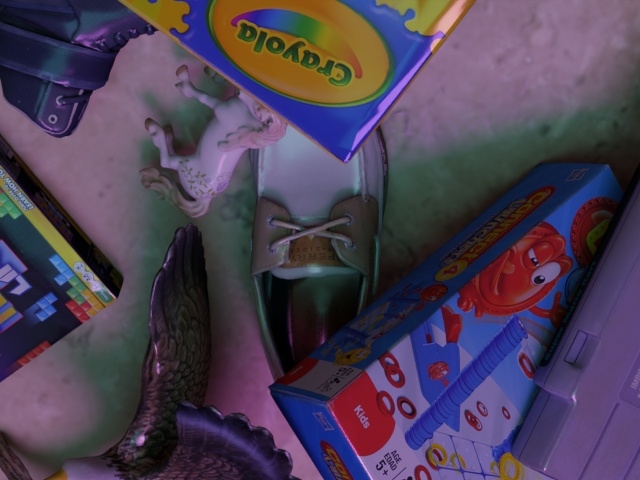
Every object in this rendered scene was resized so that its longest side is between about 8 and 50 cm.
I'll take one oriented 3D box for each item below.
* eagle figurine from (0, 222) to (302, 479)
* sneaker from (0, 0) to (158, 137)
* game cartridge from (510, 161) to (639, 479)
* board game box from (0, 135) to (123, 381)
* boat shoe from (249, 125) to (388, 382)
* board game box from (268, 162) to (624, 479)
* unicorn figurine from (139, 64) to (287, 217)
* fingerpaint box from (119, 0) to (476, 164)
[{"bbox_3d":[-0.123,0.169,1.290,0.226,0.225,0.298,43,113,-3],"label":"eagle figurine"},{"bbox_3d":[-0.139,-0.149,1.240,0.226,0.086,0.163,13,104,2],"label":"sneaker"},{"bbox_3d":[0.304,0.044,1.243,0.230,0.068,0.355,28,88,-23],"label":"game cartridge"},{"bbox_3d":[-0.266,0.016,1.329,0.141,0.048,0.170,-36,106,12],"label":"board game box"},{"bbox_3d":[0.000,0.000,1.290,0.113,0.103,0.302,-4,110,4],"label":"boat shoe"},{"bbox_3d":[0.162,0.148,1.272,0.302,0.086,0.308,-39,110,-23],"label":"board game box"},{"bbox_3d":[-0.077,-0.084,1.255,0.060,0.111,0.162,-16,140,-39],"label":"unicorn figurine"},{"bbox_3d":[-0.045,-0.331,1.033,0.445,0.163,0.371,36,113,-6],"label":"fingerpaint box"}]
